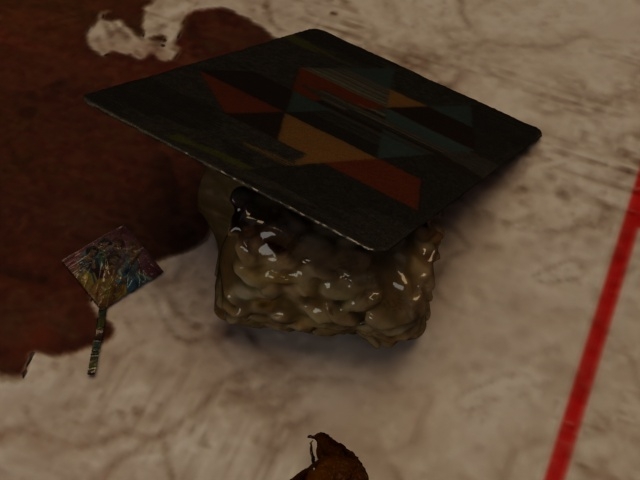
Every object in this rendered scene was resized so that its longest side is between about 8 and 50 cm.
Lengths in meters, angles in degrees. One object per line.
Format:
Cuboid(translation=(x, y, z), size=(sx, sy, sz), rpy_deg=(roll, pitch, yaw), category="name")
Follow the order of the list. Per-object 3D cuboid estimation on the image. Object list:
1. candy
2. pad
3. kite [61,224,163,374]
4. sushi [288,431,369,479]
Cuboid(translation=(0.000, 0.000, 0.494), size=(0.110, 0.085, 0.095), rpy_deg=(7, 52, -8), category="candy")
Cuboid(translation=(0.010, -0.056, 0.516), size=(0.143, 0.003, 0.211), rpy_deg=(27, 28, 16), category="pad")
Cuboid(translation=(-0.092, 0.025, 0.520), size=(0.044, 0.002, 0.078), rpy_deg=(-14, 55, -12), category="kite")
Cuboid(translation=(-0.012, 0.119, 0.431), size=(0.099, 0.047, 0.050), rpy_deg=(-43, 101, -36), category="sushi")
